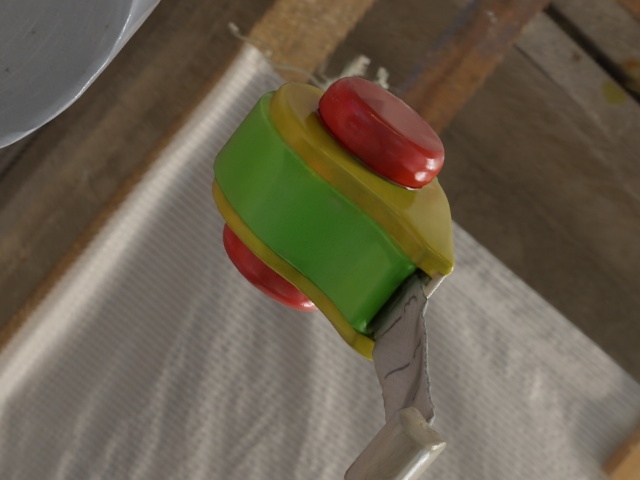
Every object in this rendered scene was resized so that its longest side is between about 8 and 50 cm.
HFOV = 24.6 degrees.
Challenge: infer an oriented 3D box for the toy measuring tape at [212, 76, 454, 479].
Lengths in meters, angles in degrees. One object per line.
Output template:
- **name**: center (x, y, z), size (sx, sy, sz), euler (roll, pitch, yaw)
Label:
- **toy measuring tape**: center (0.000, 0.000, 0.678), size (0.121, 0.330, 0.121), euler (1, -67, 3)

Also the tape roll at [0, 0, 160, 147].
- **tape roll**: center (-0.154, -0.138, 0.512), size (0.219, 0.072, 0.219), euler (4, -62, 8)
